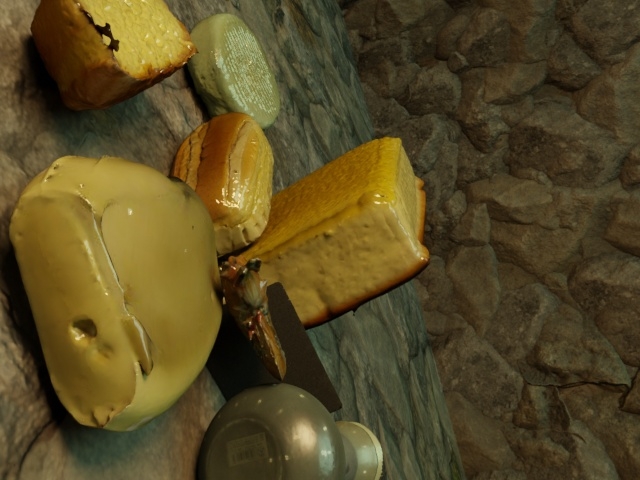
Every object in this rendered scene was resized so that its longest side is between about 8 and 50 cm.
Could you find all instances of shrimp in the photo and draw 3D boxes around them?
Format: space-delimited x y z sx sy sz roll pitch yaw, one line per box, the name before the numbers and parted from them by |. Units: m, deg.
shrimp | -0.068 0.090 0.736 0.132 0.051 0.188 44 -22 42

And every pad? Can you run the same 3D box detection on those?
pad | -0.073 0.168 0.844 0.003 0.142 0.211 -102 168 -71

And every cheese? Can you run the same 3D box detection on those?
cheese | -0.186 0.034 0.669 0.316 0.128 0.260 -44 125 -75

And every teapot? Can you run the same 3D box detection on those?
teapot | -0.022 0.273 0.778 0.251 0.183 0.184 28 45 -57

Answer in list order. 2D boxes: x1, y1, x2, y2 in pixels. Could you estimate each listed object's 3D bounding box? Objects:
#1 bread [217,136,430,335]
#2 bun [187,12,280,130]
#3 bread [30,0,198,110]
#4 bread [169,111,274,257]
bread | 0.000 0.000 0.954 0.143 0.323 0.333 57 21 -17
bun | -0.163 -0.290 1.124 0.221 0.108 0.221 44 39 -51
bread | -0.249 -0.220 0.727 0.129 0.134 0.260 55 15 -15
bread | -0.142 -0.088 0.904 0.236 0.140 0.106 -92 160 -45
